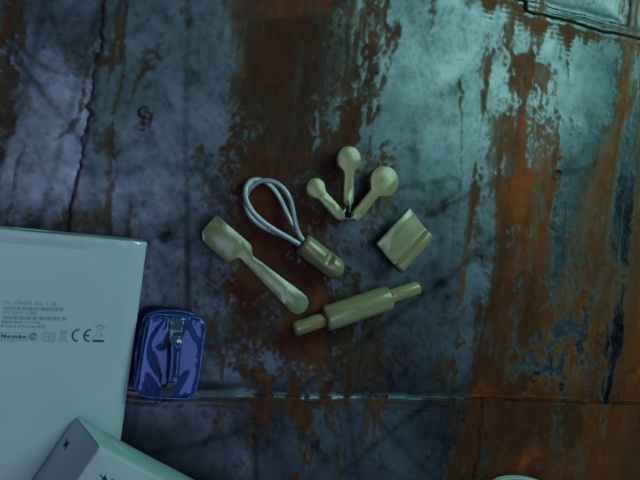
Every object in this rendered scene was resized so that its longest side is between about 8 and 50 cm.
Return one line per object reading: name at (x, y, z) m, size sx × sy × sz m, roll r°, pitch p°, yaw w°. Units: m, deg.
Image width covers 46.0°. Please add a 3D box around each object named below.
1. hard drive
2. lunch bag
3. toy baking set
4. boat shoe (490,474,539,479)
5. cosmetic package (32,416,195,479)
hard drive at (-0.288, 0.147, 0.707) m, size 0.210 × 0.040 × 0.319 m, roll 6°, pitch 94°, yaw -34°
lunch bag at (-0.158, 0.118, 0.772) m, size 0.067 × 0.065 × 0.098 m, roll 7°, pitch 90°, yaw -20°
toy baking set at (0.003, 0.006, 0.848) m, size 0.256 × 0.030 × 0.197 m, roll -21°, pitch 97°, yaw -18°
boat shoe at (0.197, 0.339, 0.902) m, size 0.227 × 0.081 × 0.079 m, roll -3°, pitch 93°, yaw -19°
cosmetic package at (-0.217, 0.403, 0.712) m, size 0.284 × 0.097 × 0.377 m, roll 39°, pitch 76°, yaw -27°
